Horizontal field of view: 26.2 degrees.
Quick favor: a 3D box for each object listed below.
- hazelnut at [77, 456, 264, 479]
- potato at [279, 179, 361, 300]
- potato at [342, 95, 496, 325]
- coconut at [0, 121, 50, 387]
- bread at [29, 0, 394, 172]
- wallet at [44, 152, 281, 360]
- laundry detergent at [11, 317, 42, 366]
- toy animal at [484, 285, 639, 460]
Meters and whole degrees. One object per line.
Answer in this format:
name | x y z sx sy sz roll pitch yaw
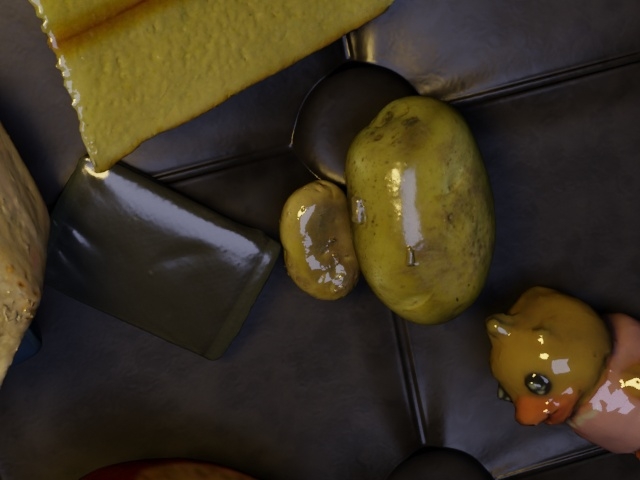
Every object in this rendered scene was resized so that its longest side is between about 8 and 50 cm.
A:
hazelnut | -0.157 0.435 1.521 0.410 0.359 0.359 22 105 -11
potato | 0.000 0.000 1.524 0.092 0.070 0.137 -19 105 -24
potato | 0.107 -0.031 1.486 0.149 0.197 0.228 -8 130 28
coconut | -0.428 -0.004 1.300 0.353 0.352 0.352 -4 112 -11
bread | -0.087 -0.259 1.319 0.362 0.245 0.233 -19 113 -1
wallet | -0.182 0.018 1.508 0.245 0.052 0.168 27 107 -14
laundry detergent | -0.411 0.124 1.491 0.206 0.061 0.096 -27 122 0
toy animal | 0.311 0.152 1.611 0.281 0.195 0.169 19 66 -22
